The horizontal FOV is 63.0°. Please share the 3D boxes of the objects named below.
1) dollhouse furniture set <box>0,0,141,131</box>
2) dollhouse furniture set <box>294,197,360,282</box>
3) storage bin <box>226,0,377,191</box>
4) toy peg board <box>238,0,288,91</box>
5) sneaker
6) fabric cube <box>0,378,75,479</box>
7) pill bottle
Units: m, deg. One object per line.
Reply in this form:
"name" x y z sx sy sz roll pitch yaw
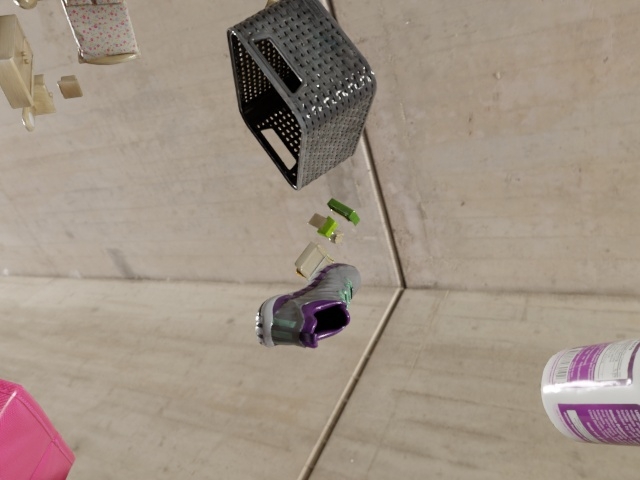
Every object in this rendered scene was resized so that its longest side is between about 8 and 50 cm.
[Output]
"dollhouse furniture set" -0.497 -0.397 1.138 0.355 0.174 0.303 -11 -34 -12
"dollhouse furniture set" 0.000 0.000 0.920 0.058 0.152 0.076 30 -11 36
"storage bin" -0.022 -0.143 0.532 0.122 0.084 0.180 54 -12 9
"toy peg board" -0.050 -0.350 0.986 0.161 0.079 0.161 27 -53 -10
"sneaker" 0.016 0.093 0.703 0.098 0.223 0.083 7 -70 33
"fabric cube" -0.359 0.220 0.349 0.253 0.258 0.259 17 -35 -5
"pill bottle" 0.519 0.240 0.832 0.169 0.169 0.301 42 -26 -4
